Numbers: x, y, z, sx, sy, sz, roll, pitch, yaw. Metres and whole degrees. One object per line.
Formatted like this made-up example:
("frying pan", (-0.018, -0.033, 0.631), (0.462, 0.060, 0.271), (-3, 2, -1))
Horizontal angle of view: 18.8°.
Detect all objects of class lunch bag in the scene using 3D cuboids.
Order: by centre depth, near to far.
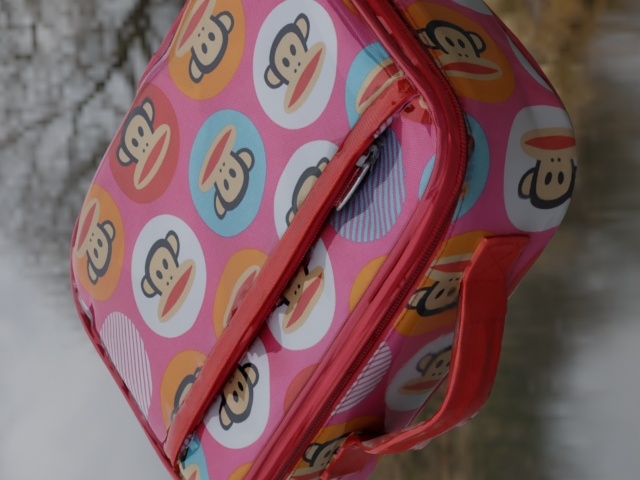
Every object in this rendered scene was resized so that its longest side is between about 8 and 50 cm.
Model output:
("lunch bag", (0.000, 0.000, 0.987), (0.258, 0.120, 0.293), (56, 130, 34))
